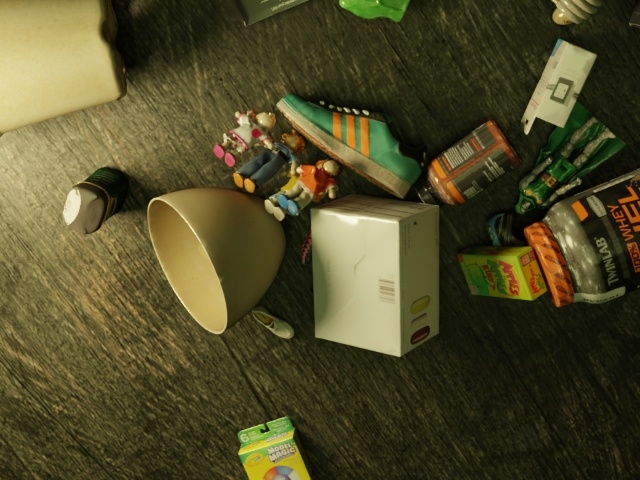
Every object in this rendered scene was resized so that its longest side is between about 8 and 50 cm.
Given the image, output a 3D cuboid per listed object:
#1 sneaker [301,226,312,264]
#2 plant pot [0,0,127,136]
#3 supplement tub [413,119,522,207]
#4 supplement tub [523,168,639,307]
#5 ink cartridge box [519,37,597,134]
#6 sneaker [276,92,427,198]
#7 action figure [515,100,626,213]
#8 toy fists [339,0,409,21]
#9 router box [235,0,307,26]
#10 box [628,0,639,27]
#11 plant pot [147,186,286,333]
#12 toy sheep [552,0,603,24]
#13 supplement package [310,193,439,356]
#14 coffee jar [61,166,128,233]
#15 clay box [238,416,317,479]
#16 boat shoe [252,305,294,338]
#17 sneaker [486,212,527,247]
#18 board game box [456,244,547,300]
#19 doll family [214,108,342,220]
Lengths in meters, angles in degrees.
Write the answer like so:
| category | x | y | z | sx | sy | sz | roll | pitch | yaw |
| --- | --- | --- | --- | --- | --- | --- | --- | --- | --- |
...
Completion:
| category | x | y | z | sx | sy | sz | roll | pitch | yaw |
| --- | --- | --- | --- | --- | --- | --- | --- | --- | --- |
| sneaker | 0.000 | 0.000 | 1.973 | 0.057 | 0.047 | 0.119 | 20 | 108 | -13 |
| plant pot | -0.523 | -0.347 | 1.791 | 0.305 | 0.334 | 0.334 | -10 | 105 | -5 |
| supplement tub | 0.276 | -0.136 | 1.879 | 0.198 | 0.106 | 0.106 | -34 | 101 | 12 |
| supplement tub | 0.565 | -0.013 | 1.826 | 0.338 | 0.207 | 0.207 | -23 | 103 | 4 |
| ink cartridge box | 0.438 | -0.276 | 1.828 | 0.060 | 0.104 | 0.180 | 21 | 107 | -3 |
| sneaker | 0.064 | -0.208 | 1.884 | 0.302 | 0.108 | 0.121 | 33 | 87 | -1 |
| action figure | 0.459 | -0.137 | 1.891 | 0.137 | 0.063 | 0.232 | 38 | 109 | -10 |
| toy fists | 0.120 | -0.540 | 1.783 | 0.142 | 0.096 | 0.279 | 18 | 105 | -13 |
| router box | -0.083 | -0.494 | 1.834 | 0.179 | 0.046 | 0.133 | -20 | 104 | 10 |
| box | 0.643 | -0.459 | 1.736 | 0.108 | 0.153 | 0.207 | 15 | 107 | -1 |
| plant pot | -0.179 | 0.011 | 1.895 | 0.191 | 0.284 | 0.284 | -27 | 105 | -26 |
| toy sheep | 0.472 | -0.445 | 1.788 | 0.091 | 0.091 | 0.132 | 36 | 124 | -6 |
| supplement package | 0.107 | 0.061 | 1.885 | 0.204 | 0.145 | 0.262 | 10 | 110 | 35 |
| coffee jar | -0.435 | -0.077 | 1.906 | 0.079 | 0.184 | 0.096 | 20 | 106 | -2 |
| clay box | -0.086 | 0.498 | 2.112 | 0.127 | 0.053 | 0.222 | -20 | 104 | 9 |
| boat shoe | -0.098 | 0.172 | 2.029 | 0.100 | 0.035 | 0.035 | 39 | 105 | -6 |
| sneaker | 0.394 | 0.030 | 1.937 | 0.078 | 0.067 | 0.188 | -24 | 101 | 14 |
| board game box | 0.346 | 0.060 | 1.895 | 0.043 | 0.181 | 0.092 | -29 | 104 | -26 |
| doll family | -0.070 | -0.138 | 1.869 | 0.263 | 0.163 | 0.118 | 38 | 151 | 19 |
